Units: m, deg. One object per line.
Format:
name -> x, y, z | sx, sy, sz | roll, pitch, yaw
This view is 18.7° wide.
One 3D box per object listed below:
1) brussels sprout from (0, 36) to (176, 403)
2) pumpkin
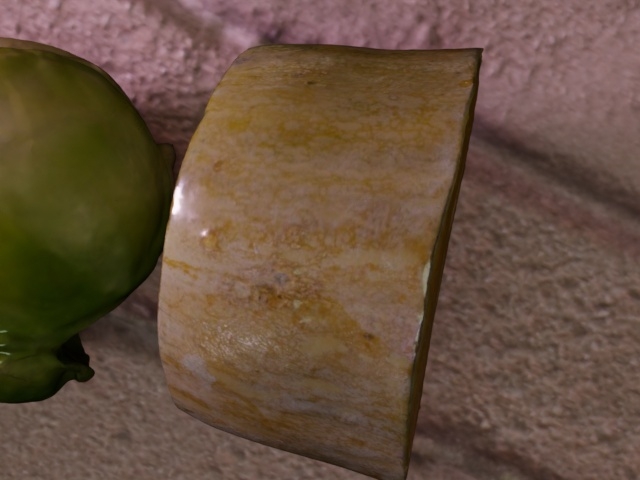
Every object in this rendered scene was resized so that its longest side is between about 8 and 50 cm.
brussels sprout -> -0.239, -0.021, 1.457 | 0.259, 0.227, 0.294 | -40, 125, 2
pumpkin -> 0.000, 0.000, 1.406 | 0.199, 0.332, 0.332 | 13, 103, 2
